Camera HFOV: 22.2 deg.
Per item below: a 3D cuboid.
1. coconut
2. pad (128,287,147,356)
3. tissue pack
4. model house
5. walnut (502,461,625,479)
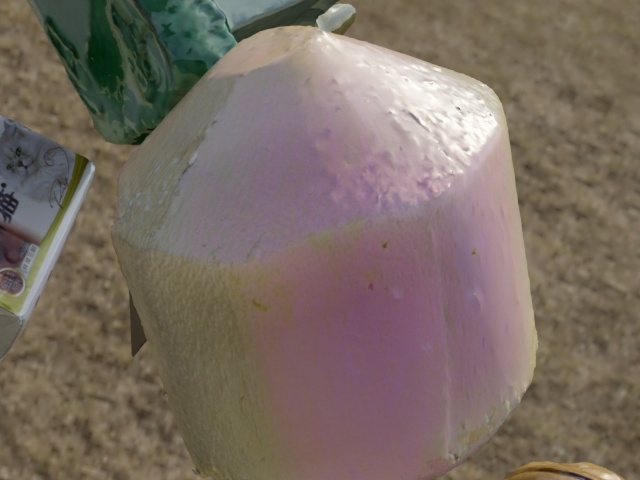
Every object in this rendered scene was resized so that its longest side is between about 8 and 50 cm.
[{"bbox_3d":[0.000,0.000,0.917,0.233,0.245,0.233,-11,21,4],"label":"coconut"},{"bbox_3d":[-0.108,-0.027,1.499,0.009,0.265,0.159,24,34,-26],"label":"pad"},{"bbox_3d":[-0.245,0.002,1.208,0.099,0.106,0.148,28,53,-12],"label":"tissue pack"},{"bbox_3d":[-0.058,-0.254,1.251,0.325,0.194,0.267,-27,86,-26],"label":"model house"},{"bbox_3d":[0.204,0.253,1.371,0.144,0.180,0.144,8,75,-34],"label":"walnut"}]
